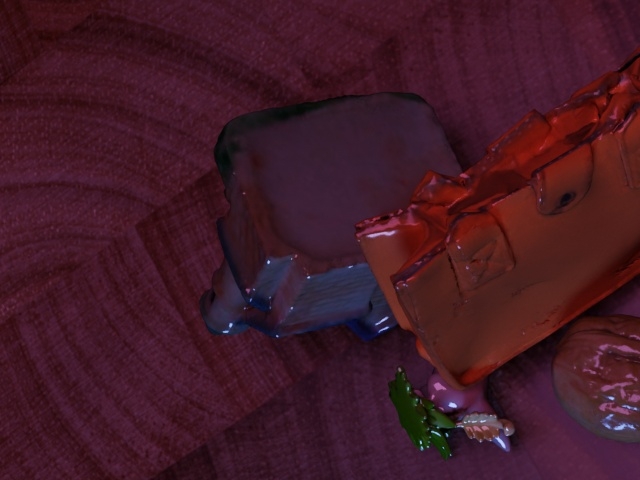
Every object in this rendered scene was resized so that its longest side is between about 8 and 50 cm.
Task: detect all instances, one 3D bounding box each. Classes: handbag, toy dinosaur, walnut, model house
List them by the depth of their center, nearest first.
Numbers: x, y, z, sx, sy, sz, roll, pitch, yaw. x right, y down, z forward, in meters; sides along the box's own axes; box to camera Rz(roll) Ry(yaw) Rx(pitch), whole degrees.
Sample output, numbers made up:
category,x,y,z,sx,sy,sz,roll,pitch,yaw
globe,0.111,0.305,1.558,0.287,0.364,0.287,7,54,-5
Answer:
category,x,y,z,sx,sy,sz,roll,pitch,yaw
handbag,0.262,-0.022,1.427,0.410,0.303,0.116,-33,55,-3
walnut,0.354,0.162,1.494,0.166,0.149,0.167,-2,52,3
model house,0.000,0.000,1.579,0.245,0.312,0.280,65,151,23
toy dinosaur,0.182,0.182,1.589,0.177,0.152,0.194,-21,64,-11
